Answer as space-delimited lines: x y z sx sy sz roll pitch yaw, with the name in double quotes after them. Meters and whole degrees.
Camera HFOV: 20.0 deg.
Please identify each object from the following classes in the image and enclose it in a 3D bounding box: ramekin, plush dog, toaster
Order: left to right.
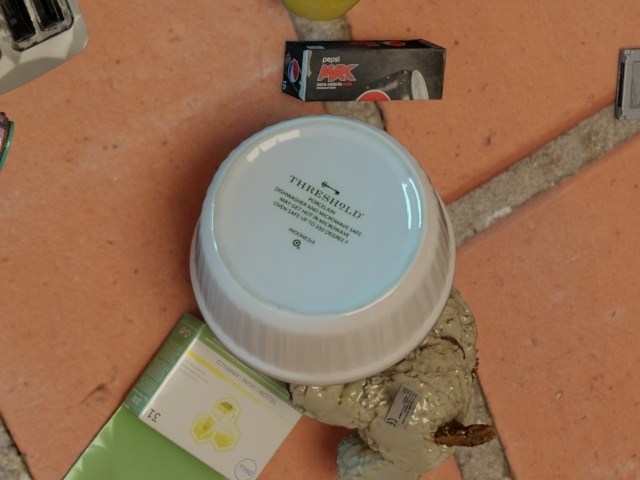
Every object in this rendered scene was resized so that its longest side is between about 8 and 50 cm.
-0.320 -0.215 1.656 0.168 0.110 0.186 -28 117 -18 "toaster"
0.000 0.000 1.797 0.273 0.273 0.127 -40 162 -12 "ramekin"
0.102 0.132 1.947 0.262 0.210 0.225 58 35 -38 "plush dog"

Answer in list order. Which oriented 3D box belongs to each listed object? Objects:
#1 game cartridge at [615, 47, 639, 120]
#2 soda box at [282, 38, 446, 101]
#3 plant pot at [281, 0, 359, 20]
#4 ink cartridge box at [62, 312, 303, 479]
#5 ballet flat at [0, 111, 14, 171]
0.369 -0.182 2.097 0.056 0.017 0.083 -5 107 -24 "game cartridge"
0.047 -0.178 1.900 0.169 0.053 0.060 -4 107 -27 "soda box"
0.002 -0.278 1.814 0.134 0.134 0.095 -7 133 -27 "plant pot"
-0.144 0.217 1.918 0.171 0.056 0.235 39 83 -32 "ink cartridge box"
-0.340 -0.033 1.706 0.079 0.077 0.221 9 128 -10 "ballet flat"
